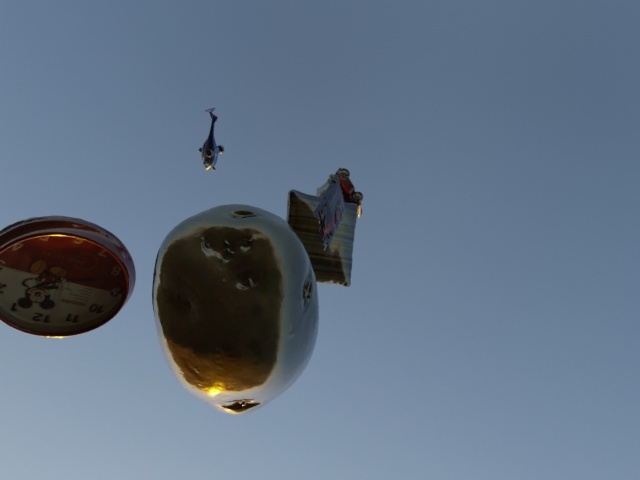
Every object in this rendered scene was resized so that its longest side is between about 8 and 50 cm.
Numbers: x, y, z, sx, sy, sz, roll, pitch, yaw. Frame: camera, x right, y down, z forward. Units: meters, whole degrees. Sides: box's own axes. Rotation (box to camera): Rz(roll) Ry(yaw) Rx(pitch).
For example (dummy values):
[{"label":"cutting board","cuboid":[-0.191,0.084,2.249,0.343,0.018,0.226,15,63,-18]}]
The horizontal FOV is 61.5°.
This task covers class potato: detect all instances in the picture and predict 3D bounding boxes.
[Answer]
[{"label":"potato","cuboid":[-0.113,0.108,0.769,0.221,0.243,0.326,4,-51,4]}]

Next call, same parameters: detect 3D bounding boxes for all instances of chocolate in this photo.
[{"label":"chocolate","cuboid":[0.022,-0.055,0.994,0.028,0.182,0.086,-5,-66,21]}]

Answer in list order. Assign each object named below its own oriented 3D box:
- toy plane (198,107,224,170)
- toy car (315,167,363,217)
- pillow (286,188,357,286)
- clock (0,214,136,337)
[{"label":"toy plane","cuboid":[-0.284,-0.255,1.382,0.062,0.054,0.167,28,-57,20]},{"label":"toy car","cuboid":[0.043,-0.113,1.449,0.112,0.139,0.112,-22,-34,-15]},{"label":"pillow","cuboid":[0.000,0.000,1.274,0.052,0.208,0.212,-3,-100,52]},{"label":"clock","cuboid":[-0.574,0.082,1.184,0.319,0.080,0.318,-11,-51,-14]}]
